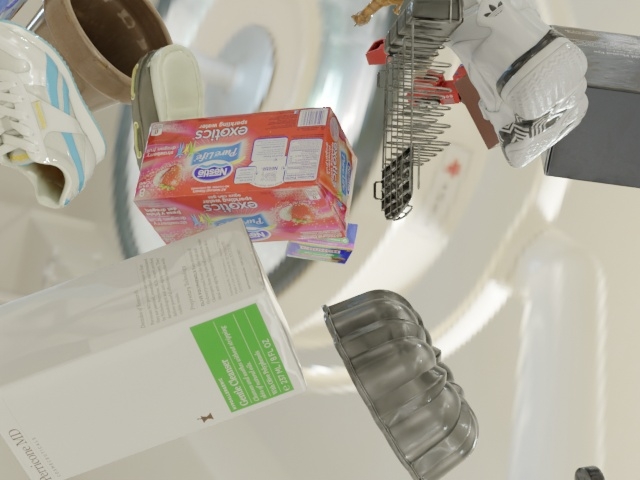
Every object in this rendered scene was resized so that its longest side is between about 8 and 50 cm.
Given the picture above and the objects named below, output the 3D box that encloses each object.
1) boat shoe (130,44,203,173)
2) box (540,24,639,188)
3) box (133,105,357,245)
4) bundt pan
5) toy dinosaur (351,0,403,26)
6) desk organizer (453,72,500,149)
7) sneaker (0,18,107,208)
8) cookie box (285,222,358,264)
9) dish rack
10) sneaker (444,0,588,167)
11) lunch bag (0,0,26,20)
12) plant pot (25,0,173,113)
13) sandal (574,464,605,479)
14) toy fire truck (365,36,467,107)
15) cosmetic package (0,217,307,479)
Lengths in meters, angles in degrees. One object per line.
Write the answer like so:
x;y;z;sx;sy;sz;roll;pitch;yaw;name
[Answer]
-0.234;-0.144;2.148;0.091;0.109;0.304;-2;-89;50;boat shoe
0.563;-0.230;2.467;0.312;0.343;0.178;-81;178;-64;box
-0.094;-0.078;1.798;0.122;0.257;0.128;60;32;-52;box
0.136;0.213;2.139;0.124;0.330;0.331;-30;-154;6;bundt pan
0.115;-0.389;2.014;0.064;0.112;0.211;52;-52;43;toy dinosaur
0.275;-0.219;2.295;0.050;0.047;0.130;-36;-103;49;desk organizer
-0.300;-0.131;1.432;0.087;0.228;0.092;-2;-132;30;sneaker
0.000;0.000;1.990;0.107;0.092;0.040;113;-15;-76;cookie box
0.120;-0.161;1.771;0.208;0.074;0.271;137;-44;-80;dish rack
0.263;-0.243;1.956;0.137;0.210;0.366;-36;164;-4;sneaker
-0.420;-0.395;1.909;0.243;0.115;0.303;-35;-155;53;lunch bag
-0.415;-0.312;2.377;0.229;0.263;0.263;-30;-141;27;plant pot
0.446;0.494;2.258;0.097;0.055;0.254;122;-43;-66;sandal
0.189;-0.305;2.510;0.047;0.192;0.135;-57;134;-44;toy fire truck
-0.226;0.141;1.738;0.155;0.366;0.197;-111;179;-48;cosmetic package
